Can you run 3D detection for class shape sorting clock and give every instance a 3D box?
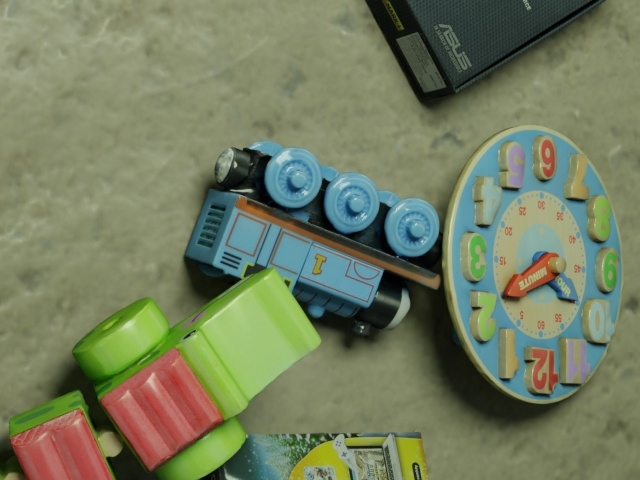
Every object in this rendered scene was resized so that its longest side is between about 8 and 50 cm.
[{"bbox_3d":[0.162,0.017,1.239,0.206,0.040,0.206,-1,91,-44],"label":"shape sorting clock"}]

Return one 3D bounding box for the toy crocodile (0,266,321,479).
[{"bbox_3d":[-0.154,0.131,1.064,0.340,0.105,0.115,-29,101,-8],"label":"toy crocodile"}]

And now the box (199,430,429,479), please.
[{"bbox_3d":[0.009,0.245,1.137,0.159,0.044,0.233,2,63,-23],"label":"box"}]

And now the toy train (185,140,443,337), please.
[{"bbox_3d":[0.000,0.000,1.175,0.184,0.080,0.105,22,89,-24],"label":"toy train"}]

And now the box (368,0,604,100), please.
[{"bbox_3d":[0.102,-0.247,1.234,0.183,0.059,0.233,-33,101,-23],"label":"box"}]
